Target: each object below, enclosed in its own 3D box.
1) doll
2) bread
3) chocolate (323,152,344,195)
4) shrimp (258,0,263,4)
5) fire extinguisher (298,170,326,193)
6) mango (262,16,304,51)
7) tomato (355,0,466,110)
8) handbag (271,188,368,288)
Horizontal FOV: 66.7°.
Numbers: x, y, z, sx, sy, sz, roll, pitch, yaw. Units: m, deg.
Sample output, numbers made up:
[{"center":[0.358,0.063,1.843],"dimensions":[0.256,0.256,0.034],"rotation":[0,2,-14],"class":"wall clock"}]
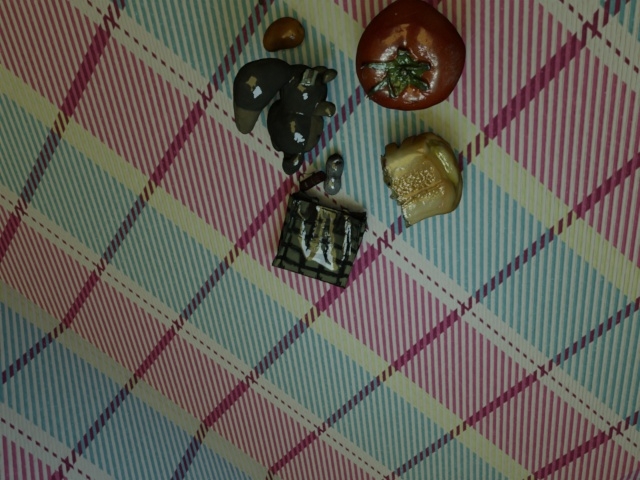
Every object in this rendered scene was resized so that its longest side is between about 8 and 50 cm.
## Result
[{"center":[-0.144,-0.444,1.678],"dimensions":[0.378,0.252,0.383],"rotation":[7,123,-25],"class":"doll"},{"center":[0.360,-0.232,1.728],"dimensions":[0.270,0.211,0.316],"rotation":[-24,111,10],"class":"bread"},{"center":[0.050,-0.252,1.849],"dimensions":[0.072,0.072,0.167],"rotation":[9,118,7],"class":"chocolate"},{"center":[-0.192,-0.888,1.626],"dimensions":[0.091,0.043,0.184],"rotation":[17,115,0],"class":"shrimp"},{"center":[-0.044,-0.231,1.875],"dimensions":[0.157,0.045,0.078],"rotation":[-22,92,52],"class":"fire extinguisher"},{"center":[-0.133,-0.709,1.673],"dimensions":[0.159,0.084,0.105],"rotation":[-11,106,16],"class":"mango"},{"center":[0.283,-0.580,1.549],"dimensions":[0.341,0.273,0.342],"rotation":[8,130,10],"class":"tomato"},{"center":[0.000,0.000,1.918],"dimensions":[0.325,0.162,0.327],"rotation":[17,119,0],"class":"handbag"}]
